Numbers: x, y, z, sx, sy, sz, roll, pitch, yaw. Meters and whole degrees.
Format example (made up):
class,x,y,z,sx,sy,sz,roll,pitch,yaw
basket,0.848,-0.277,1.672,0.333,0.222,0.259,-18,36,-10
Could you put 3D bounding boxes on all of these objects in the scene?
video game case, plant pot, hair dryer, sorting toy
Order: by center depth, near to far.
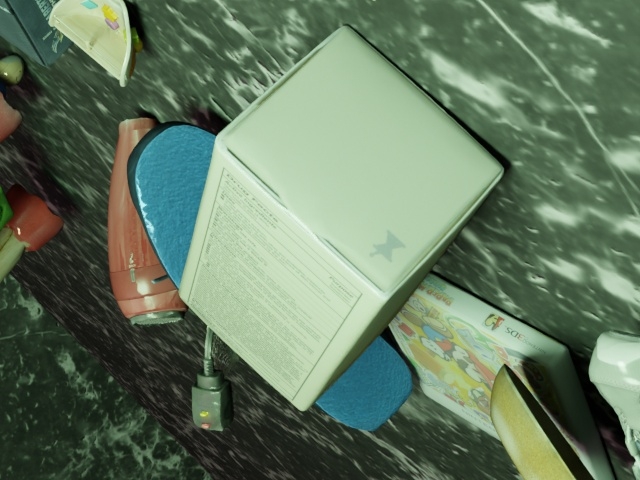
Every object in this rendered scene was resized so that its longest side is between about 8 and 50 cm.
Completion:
class,x,y,z,sx,sy,sz,roll,pitch,yaw
plant pot,0.185,0.191,0.988,0.236,0.032,0.236,54,-175,-7
sorting toy,-0.173,-0.178,1.134,0.083,0.045,0.075,40,156,9
video game case,0.137,0.110,1.167,0.206,0.026,0.227,29,159,37
hair dryer,-0.142,0.018,1.362,0.224,0.080,0.294,-84,-19,-59

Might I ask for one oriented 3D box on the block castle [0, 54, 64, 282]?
class,x,y,z,sx,sy,sz,roll,pitch,yaw
block castle,-0.467,-0.126,1.655,0.303,0.213,0.453,36,165,8

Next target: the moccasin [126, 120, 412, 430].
class,x,y,z,sx,sy,sz,roll,pitch,yaw
moccasin,-0.058,0.038,1.240,0.342,0.137,0.117,55,174,-24

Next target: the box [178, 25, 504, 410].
class,x,y,z,sx,sy,sz,roll,pitch,yaw
box,0.000,0.000,0.986,0.148,0.121,0.311,44,159,5

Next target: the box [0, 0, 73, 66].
class,x,y,z,sx,sy,sz,roll,pitch,yaw
box,-0.318,-0.267,1.202,0.232,0.059,0.183,35,164,26

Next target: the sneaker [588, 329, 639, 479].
class,x,y,z,sx,sy,sz,roll,pitch,yaw
sneaker,0.251,0.171,0.896,0.281,0.115,0.105,49,162,-23
